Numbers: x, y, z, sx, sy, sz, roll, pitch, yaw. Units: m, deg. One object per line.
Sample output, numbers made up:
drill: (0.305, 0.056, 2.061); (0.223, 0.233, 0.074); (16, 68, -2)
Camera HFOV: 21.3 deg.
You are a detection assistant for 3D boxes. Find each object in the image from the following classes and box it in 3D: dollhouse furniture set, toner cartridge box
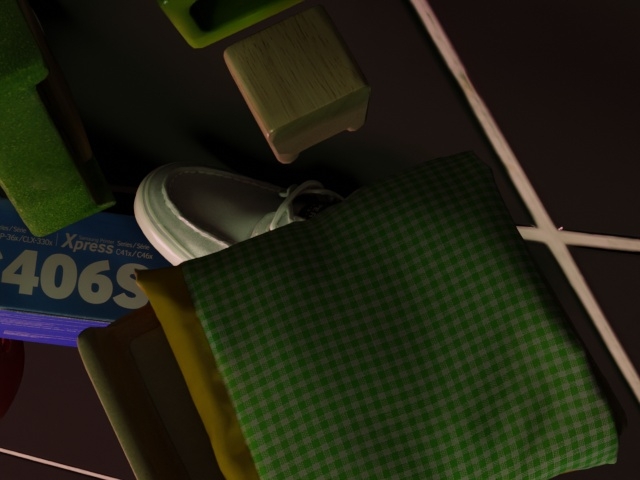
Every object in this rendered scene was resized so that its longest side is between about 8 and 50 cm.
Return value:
dollhouse furniture set: (-0.022, -0.019, 0.700); (0.301, 0.197, 0.151); (61, 173, 21)
toner cartridge box: (-0.277, 0.011, 1.119); (0.348, 0.075, 0.165); (8, 168, -12)

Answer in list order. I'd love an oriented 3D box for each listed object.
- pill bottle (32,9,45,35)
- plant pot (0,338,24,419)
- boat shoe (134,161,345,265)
pill bottle: (-0.255, -0.099, 1.044); (0.117, 0.117, 0.208); (44, 151, -25)
plant pot: (-0.349, 0.066, 1.351); (0.191, 0.191, 0.174); (18, 149, 24)
boat shoe: (0.000, 0.001, 1.014); (0.227, 0.079, 0.081); (25, 144, 0)
